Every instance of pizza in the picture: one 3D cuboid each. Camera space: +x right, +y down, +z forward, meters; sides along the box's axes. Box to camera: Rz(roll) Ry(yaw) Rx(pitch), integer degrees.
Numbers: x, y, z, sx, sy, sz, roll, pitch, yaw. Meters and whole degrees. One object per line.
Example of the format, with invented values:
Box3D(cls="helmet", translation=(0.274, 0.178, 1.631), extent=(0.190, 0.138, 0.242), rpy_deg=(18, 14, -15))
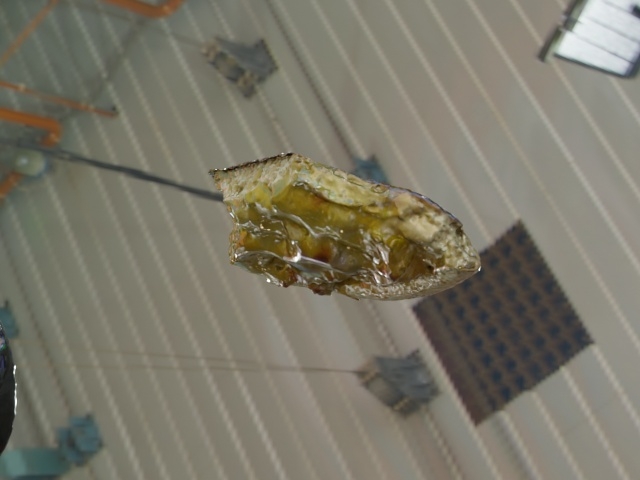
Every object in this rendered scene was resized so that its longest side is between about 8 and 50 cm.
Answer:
Box3D(cls="pizza", translation=(0.000, 0.001, 0.624), extent=(0.160, 0.099, 0.036), rpy_deg=(-5, -119, 53))

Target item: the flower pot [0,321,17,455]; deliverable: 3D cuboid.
Box3D(cls="flower pot", translation=(-0.273, 0.091, 0.833), extent=(0.157, 0.107, 0.157), rpy_deg=(6, -75, 24))
